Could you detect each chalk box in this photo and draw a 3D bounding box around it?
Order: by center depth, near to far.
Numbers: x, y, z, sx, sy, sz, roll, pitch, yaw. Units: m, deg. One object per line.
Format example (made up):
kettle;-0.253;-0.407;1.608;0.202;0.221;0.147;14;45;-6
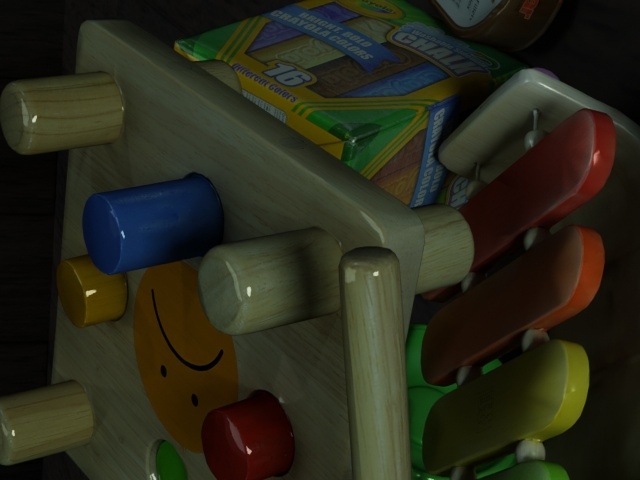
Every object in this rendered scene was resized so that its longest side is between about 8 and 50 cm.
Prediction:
chalk box;0.026;-0.060;0.847;0.132;0.213;0.132;33;129;29

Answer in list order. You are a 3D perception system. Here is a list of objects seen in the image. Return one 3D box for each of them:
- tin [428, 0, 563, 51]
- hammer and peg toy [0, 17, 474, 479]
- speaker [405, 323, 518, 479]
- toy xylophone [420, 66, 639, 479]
tin;0.091;-0.182;0.837;0.189;0.040;0.106;-116;36;-53
hammer and peg toy;-0.023;0.068;0.651;0.361;0.127;0.266;36;126;44
speaker;0.028;0.179;0.905;0.296;0.131;0.131;112;152;-48
toy xylophone;0.112;0.068;0.664;0.236;0.081;0.322;127;151;-57
